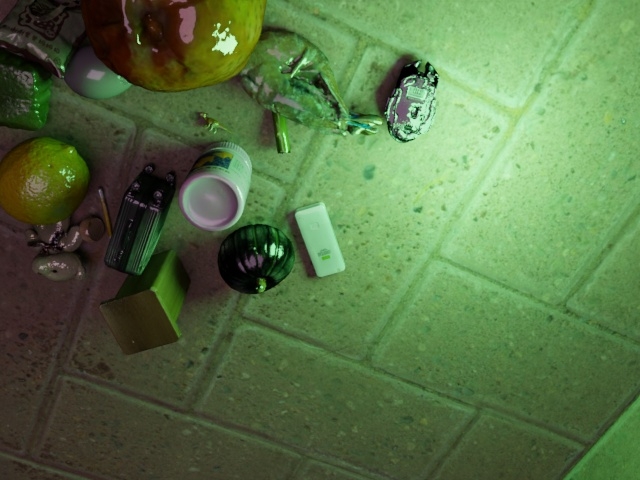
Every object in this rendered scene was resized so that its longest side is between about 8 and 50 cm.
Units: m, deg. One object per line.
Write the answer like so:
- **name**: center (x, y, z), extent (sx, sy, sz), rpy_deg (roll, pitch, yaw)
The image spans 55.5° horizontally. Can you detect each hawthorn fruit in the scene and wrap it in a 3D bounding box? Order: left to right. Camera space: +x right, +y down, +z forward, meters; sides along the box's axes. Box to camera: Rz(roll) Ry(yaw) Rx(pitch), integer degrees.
- **hawthorn fruit**: center (-0.362, -0.569, 1.461), extent (0.472, 0.472, 0.471), rpy_deg (0, 117, 0)

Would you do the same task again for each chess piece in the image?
- **chess piece**: center (-0.723, -0.034, 1.921), extent (0.038, 0.083, 0.083), rpy_deg (2, 119, 22)

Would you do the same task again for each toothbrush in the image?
- **toothbrush**: center (-0.678, -0.037, 1.955), extent (0.024, 0.021, 0.288), rpy_deg (-7, 117, -9)

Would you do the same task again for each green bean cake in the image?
- **green bean cake**: center (-0.887, -0.425, 1.706), extent (0.248, 0.125, 0.222), rpy_deg (17, 117, -6)

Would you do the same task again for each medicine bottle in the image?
- **medicine bottle**: center (-0.292, -0.162, 1.739), extent (0.178, 0.290, 0.178), rpy_deg (0, 117, 0)

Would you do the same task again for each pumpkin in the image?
- **pumpkin**: center (-0.201, 0.071, 1.907), extent (0.250, 0.216, 0.250), rpy_deg (-8, 149, -5)

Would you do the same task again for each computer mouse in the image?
- **computer mouse**: center (0.259, -0.396, 1.741), extent (0.147, 0.077, 0.241), rpy_deg (14, 112, -7)

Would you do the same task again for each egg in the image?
- **egg**: center (-0.605, -0.463, 1.671), extent (0.199, 0.146, 0.146), rpy_deg (-7, 117, -8)

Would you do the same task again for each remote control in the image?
- **remote control**: center (0.000, 0.000, 1.964), extent (0.103, 0.034, 0.250), rpy_deg (-17, 115, 8)

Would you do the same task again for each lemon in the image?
- **lemon**: center (-0.806, -0.171, 1.766), extent (0.267, 0.267, 0.267), rpy_deg (0, 117, 0)

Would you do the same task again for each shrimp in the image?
- **shrimp**: center (-0.024, -0.427, 1.721), extent (0.446, 0.110, 0.221), rpy_deg (29, 98, -12)

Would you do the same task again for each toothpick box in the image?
- **toothpick box**: center (-0.526, 0.175, 1.901), extent (0.187, 0.308, 0.190), rpy_deg (-19, 114, 9)

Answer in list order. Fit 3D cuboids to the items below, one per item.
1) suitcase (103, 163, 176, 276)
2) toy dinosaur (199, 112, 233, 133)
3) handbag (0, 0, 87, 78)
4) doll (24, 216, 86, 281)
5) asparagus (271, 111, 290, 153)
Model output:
- **suitcase**: center (-0.543, -0.057, 1.843), extent (0.128, 0.202, 0.312), rpy_deg (22, 114, -10)
- **toy dinosaur**: center (-0.313, -0.336, 1.799), extent (0.113, 0.026, 0.041), rpy_deg (36, 95, -7)
- **handbag**: center (-0.723, -0.553, 1.585), extent (0.213, 0.235, 0.127), rpy_deg (22, 153, -8)
- **doll**: center (-0.850, 0.005, 1.921), extent (0.175, 0.149, 0.278), rpy_deg (4, 107, 35)
- **asparagus**: center (-0.120, -0.344, 1.791), extent (0.045, 0.041, 0.178), rpy_deg (-15, 105, -30)
